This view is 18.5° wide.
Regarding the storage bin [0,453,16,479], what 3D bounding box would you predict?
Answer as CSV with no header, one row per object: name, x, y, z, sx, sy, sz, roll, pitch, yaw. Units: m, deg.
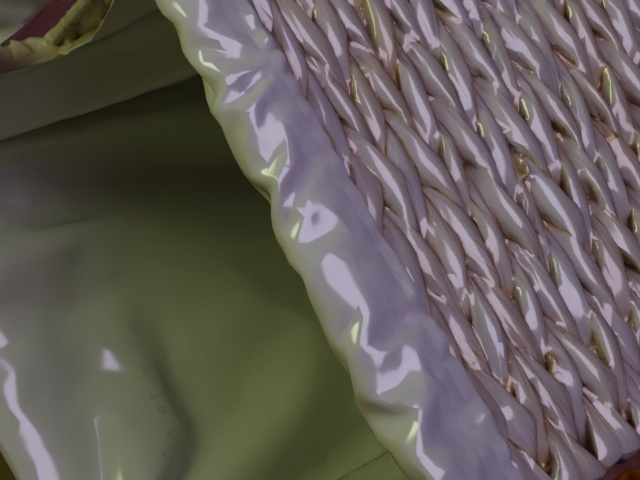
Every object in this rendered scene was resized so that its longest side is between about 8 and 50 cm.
storage bin,-0.146,0.081,1.171,0.260,0.262,0.123,34,60,-13

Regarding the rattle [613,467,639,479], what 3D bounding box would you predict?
rattle,0.165,0.249,1.351,0.199,0.142,0.130,-30,107,-38

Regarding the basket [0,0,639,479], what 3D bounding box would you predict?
basket,0.000,0.000,0.932,0.266,0.328,0.331,-23,83,-36
